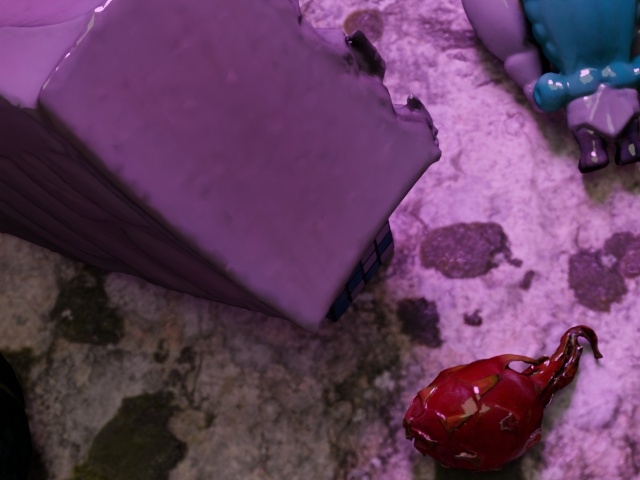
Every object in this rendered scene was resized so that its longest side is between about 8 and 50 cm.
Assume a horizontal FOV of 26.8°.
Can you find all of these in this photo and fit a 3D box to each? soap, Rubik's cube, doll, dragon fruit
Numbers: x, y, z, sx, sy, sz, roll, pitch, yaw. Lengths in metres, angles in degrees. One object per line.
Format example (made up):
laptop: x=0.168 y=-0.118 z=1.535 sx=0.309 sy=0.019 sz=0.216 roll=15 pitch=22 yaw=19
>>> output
soap: x=-0.182 y=-0.115 z=1.087 sx=0.435 sy=0.350 sz=0.212 roll=12 pitch=70 yaw=46
Rubik's cube: x=0.000 y=0.000 z=1.181 sx=0.092 sy=0.092 sz=0.092 roll=34 pitch=76 yaw=18
doll: x=0.218 y=-0.197 z=1.217 sx=0.195 sy=0.153 sz=0.258 roll=16 pitch=87 yaw=-5
dragon fruit: x=0.161 y=0.129 z=1.113 sx=0.191 sy=0.094 sz=0.094 roll=-25 pitch=67 yaw=-15

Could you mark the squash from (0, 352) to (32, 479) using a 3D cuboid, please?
squash: x=-0.365 y=0.176 z=1.120 sx=0.252 sy=0.165 sz=0.252 roll=-4 pitch=68 yaw=9
